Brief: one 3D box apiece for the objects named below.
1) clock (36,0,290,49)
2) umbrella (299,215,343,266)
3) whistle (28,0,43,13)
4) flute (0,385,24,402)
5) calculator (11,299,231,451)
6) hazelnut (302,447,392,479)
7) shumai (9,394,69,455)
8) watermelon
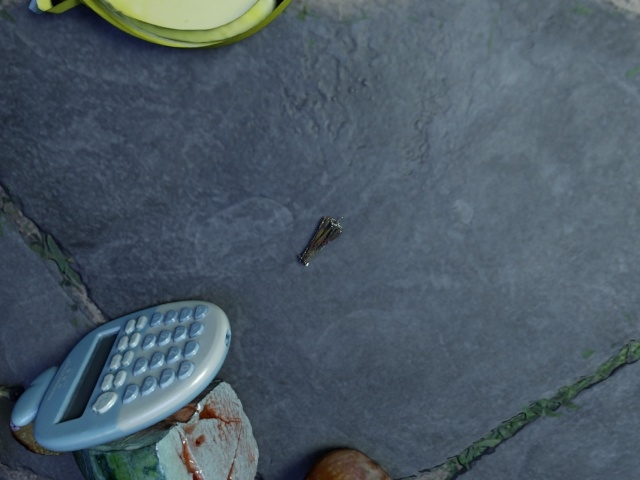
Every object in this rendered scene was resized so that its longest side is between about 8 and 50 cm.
[{"bbox_3d":[-0.137,-0.335,0.419,0.294,0.071,0.276,11,109,1],"label":"clock"},{"bbox_3d":[0.000,-0.001,0.548,0.031,0.020,0.083,38,114,-6],"label":"umbrella"},{"bbox_3d":[-0.280,-0.283,0.474,0.100,0.035,0.035,-30,103,17],"label":"whistle"},{"bbox_3d":[-0.591,0.234,0.694,0.233,0.027,0.027,4,109,5],"label":"flute"},{"bbox_3d":[-0.250,0.164,0.547,0.303,0.188,0.042,-20,126,13],"label":"calculator"},{"bbox_3d":[0.044,0.377,0.617,0.143,0.143,0.154,-42,83,18],"label":"hazelnut"},{"bbox_3d":[-0.385,0.246,0.646,0.123,0.139,0.105,-41,67,-10],"label":"shumai"},{"bbox_3d":[-0.204,0.286,0.600,0.262,0.201,0.212,-7,113,37],"label":"watermelon"}]
